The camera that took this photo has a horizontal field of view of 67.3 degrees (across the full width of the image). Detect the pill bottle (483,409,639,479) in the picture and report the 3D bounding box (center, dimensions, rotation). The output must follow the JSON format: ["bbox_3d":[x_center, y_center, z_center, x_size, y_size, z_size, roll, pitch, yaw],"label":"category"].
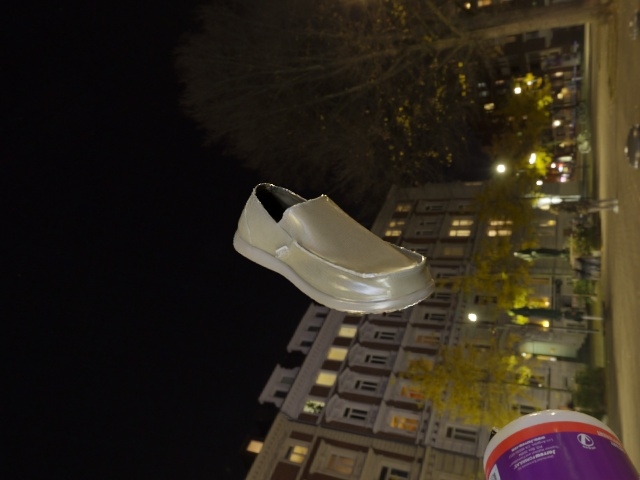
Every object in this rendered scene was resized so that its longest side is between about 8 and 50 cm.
[{"bbox_3d":[0.305,0.364,0.530,0.322,0.182,0.181,-83,-19,-62],"label":"pill bottle"}]

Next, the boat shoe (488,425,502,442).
[{"bbox_3d":[0.438,0.455,1.054,0.041,0.133,0.049,-70,-19,-3],"label":"boat shoe"}]

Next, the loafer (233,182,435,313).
[{"bbox_3d":[0.000,0.000,0.533,0.102,0.269,0.091,-26,-55,-46],"label":"loafer"}]
